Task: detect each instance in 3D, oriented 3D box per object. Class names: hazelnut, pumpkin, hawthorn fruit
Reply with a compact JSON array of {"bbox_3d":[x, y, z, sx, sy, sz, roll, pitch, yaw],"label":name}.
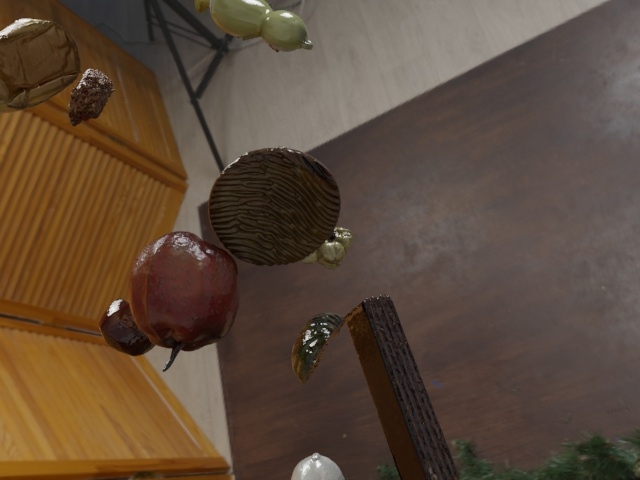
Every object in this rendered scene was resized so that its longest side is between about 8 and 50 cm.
[{"bbox_3d":[-0.634,0.294,1.950,0.170,0.201,0.160,-37,22,45],"label":"hazelnut"},{"bbox_3d":[-0.016,0.301,1.834,0.111,0.163,0.278,33,64,7],"label":"pumpkin"},{"bbox_3d":[-0.307,0.139,1.281,0.254,0.254,0.300,-6,53,28],"label":"hawthorn fruit"}]

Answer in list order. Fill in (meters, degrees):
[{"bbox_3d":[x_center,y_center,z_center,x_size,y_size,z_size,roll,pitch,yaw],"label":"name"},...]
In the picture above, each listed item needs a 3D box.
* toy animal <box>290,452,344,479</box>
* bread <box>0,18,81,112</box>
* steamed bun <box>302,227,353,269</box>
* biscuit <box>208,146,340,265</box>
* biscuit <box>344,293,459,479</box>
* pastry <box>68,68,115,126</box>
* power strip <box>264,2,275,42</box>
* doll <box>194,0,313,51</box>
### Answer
[{"bbox_3d":[-0.017,0.640,1.330,0.140,0.138,0.282,5,48,1],"label":"toy animal"},{"bbox_3d":[-0.784,-0.456,1.522,0.156,0.204,0.288,8,47,25],"label":"bread"},{"bbox_3d":[0.000,0.000,1.760,0.177,0.192,0.106,24,124,6],"label":"steamed bun"},{"bbox_3d":[-0.107,-0.072,1.386,0.318,0.318,0.040,-37,30,14],"label":"biscuit"},{"bbox_3d":[0.151,0.297,1.162,0.107,0.073,0.388,-50,54,56],"label":"biscuit"},{"bbox_3d":[-0.441,-0.280,1.136,0.169,0.063,0.087,-100,23,-53],"label":"pastry"},{"bbox_3d":[-0.186,-0.743,1.947,0.075,0.175,0.042,-38,21,-15],"label":"power strip"},{"bbox_3d":[-0.143,-0.490,1.311,0.296,0.141,0.117,37,123,13],"label":"doll"}]
